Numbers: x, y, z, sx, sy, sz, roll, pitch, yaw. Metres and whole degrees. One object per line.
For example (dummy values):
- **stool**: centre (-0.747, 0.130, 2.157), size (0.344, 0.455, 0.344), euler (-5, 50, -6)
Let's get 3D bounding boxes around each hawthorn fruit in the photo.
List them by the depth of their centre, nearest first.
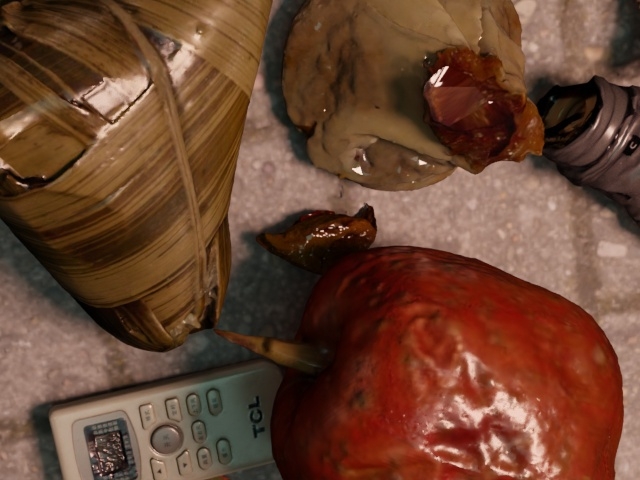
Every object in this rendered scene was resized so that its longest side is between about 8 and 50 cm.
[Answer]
- **hawthorn fruit**: centre (0.091, 0.126, 0.826), size (0.258, 0.258, 0.262), euler (-45, 136, 2)

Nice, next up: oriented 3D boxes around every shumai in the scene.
- **shumai**: centre (0.075, -0.117, 0.835), size (0.201, 0.120, 0.201), euler (-4, 107, -12)

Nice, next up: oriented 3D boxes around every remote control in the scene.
- **remote control**: centre (-0.114, 0.153, 0.902), size (0.190, 0.029, 0.087), euler (-11, 101, -12)

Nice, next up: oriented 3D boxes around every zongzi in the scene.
- **zongzi**: centre (-0.083, -0.083, 0.771), size (0.288, 0.134, 0.286), euler (-42, 142, -12)

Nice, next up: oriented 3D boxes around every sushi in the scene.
- **sushi**: centre (0.000, 0.000, 0.888), size (0.099, 0.047, 0.050), euler (-7, 117, -27)

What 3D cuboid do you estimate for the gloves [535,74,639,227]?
- **gloves**: centre (0.305, -0.054, 0.898), size (0.285, 0.119, 0.142), euler (29, 109, -7)

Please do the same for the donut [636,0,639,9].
- **donut**: centre (0.252, -0.245, 0.856), size (0.233, 0.085, 0.199), euler (36, 95, -16)

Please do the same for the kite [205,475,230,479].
- **kite**: centre (-0.115, 0.322, 0.959), size (0.328, 0.013, 0.377), euler (-13, 105, -9)

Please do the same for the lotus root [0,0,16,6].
- **lotus root**: centre (-0.312, -0.128, 0.742), size (0.278, 0.154, 0.154), euler (-45, 107, 5)
